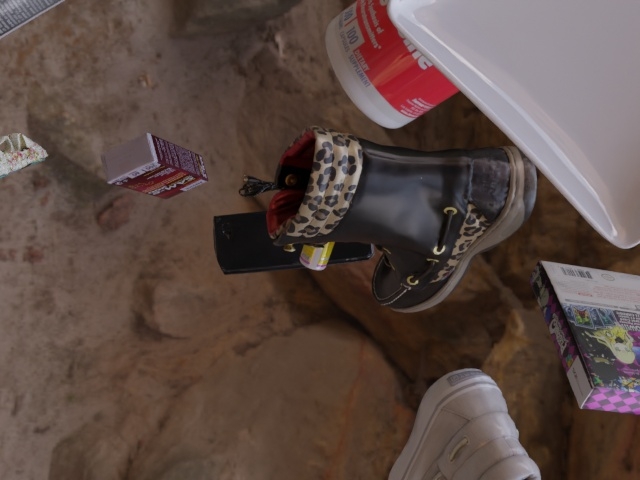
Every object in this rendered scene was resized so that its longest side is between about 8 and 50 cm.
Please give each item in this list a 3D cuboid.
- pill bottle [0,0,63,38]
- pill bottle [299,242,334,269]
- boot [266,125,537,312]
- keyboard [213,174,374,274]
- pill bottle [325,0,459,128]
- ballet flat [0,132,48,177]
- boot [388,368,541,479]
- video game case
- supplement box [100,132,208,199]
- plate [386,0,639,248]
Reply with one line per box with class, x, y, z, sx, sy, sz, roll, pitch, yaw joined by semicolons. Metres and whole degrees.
pill bottle;-0.600;-0.475;1.429;0.161;0.283;0.161;57;-5;7
pill bottle;0.000;0.000;1.160;0.083;0.043;0.043;-70;170;22
boot;0.069;-0.019;1.008;0.377;0.284;0.138;131;-39;-59
keyboard;-0.058;-0.040;1.543;0.033;0.317;0.202;100;-15;-77
pill bottle;0.226;-0.380;1.276;0.229;0.407;0.229;36;38;-34
ballet flat;-0.647;-0.185;1.614;0.241;0.091;0.077;-71;158;-72
boot;0.132;0.246;0.725;0.123;0.095;0.258;-114;-160;-44
video game case;0.386;0.119;0.913;0.210;0.231;0.042;-96;-162;-51
supplement box;-0.373;-0.164;1.750;0.239;0.130;0.073;15;56;-68
plate;0.238;-0.180;0.580;0.277;0.278;0.045;43;13;-7
